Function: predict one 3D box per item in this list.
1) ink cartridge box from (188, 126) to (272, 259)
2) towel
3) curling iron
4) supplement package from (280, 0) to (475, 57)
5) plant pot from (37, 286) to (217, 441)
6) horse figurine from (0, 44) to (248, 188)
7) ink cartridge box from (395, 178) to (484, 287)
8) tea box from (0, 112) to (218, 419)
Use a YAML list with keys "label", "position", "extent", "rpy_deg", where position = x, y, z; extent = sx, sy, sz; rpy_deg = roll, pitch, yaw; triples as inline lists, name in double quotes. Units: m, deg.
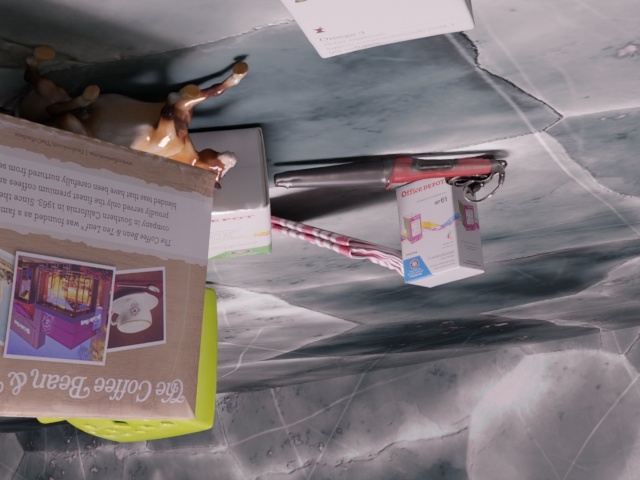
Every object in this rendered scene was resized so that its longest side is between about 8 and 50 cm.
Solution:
- label: "ink cartridge box"
  position: [-0.132, -0.042, 1.347]
  extent: [0.154, 0.093, 0.212]
  rpy_deg: [-6, 169, -3]
- label: "towel"
  position: [0.000, 0.000, 1.565]
  extent: [0.197, 0.029, 0.144]
  rpy_deg: [16, 180, 37]
- label: "curling iron"
  position: [0.083, -0.067, 1.433]
  extent: [0.274, 0.035, 0.068]
  rpy_deg: [-3, 142, -16]
- label: "supplement package"
  position: [0.022, -0.191, 0.743]
  extent: [0.105, 0.105, 0.179]
  rpy_deg: [-9, 166, 13]
- label: "plant pot"
  position: [-0.309, 0.179, 1.954]
  extent: [0.228, 0.227, 0.207]
  rpy_deg: [-16, 157, 40]
- label: "horse figurine"
  position: [-0.182, -0.105, 1.113]
  extent: [0.263, 0.066, 0.174]
  rpy_deg: [-1, 161, -25]
- label: "ink cartridge box"
  position: [0.142, -0.014, 1.527]
  extent: [0.052, 0.122, 0.089]
  rpy_deg: [12, 158, -43]
- label: "tea box"
  position: [-0.312, 0.025, 1.022]
  extent: [0.324, 0.219, 0.329]
  rpy_deg: [1, 173, 36]
